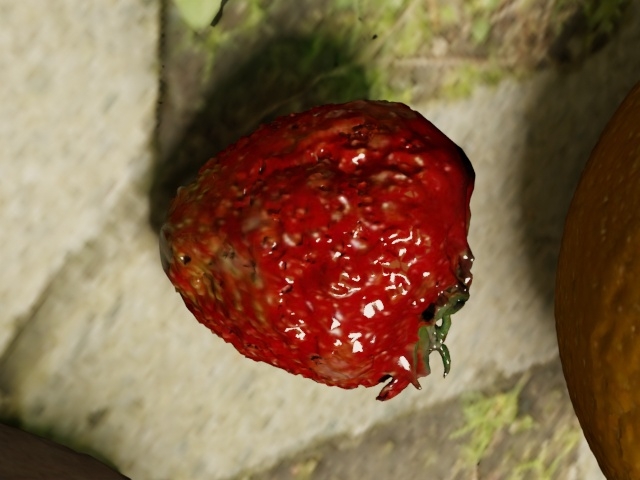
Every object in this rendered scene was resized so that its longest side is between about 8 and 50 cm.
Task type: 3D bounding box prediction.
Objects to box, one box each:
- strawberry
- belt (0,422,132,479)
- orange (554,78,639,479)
[{"bbox_3d":[0.000,-0.001,0.618,0.106,0.106,0.106,-14,116,-31],"label":"strawberry"},{"bbox_3d":[-0.104,0.132,0.577,0.201,0.124,0.128,24,95,-39],"label":"belt"},{"bbox_3d":[0.209,0.022,0.672,0.264,0.264,0.264,-14,116,-31],"label":"orange"}]
